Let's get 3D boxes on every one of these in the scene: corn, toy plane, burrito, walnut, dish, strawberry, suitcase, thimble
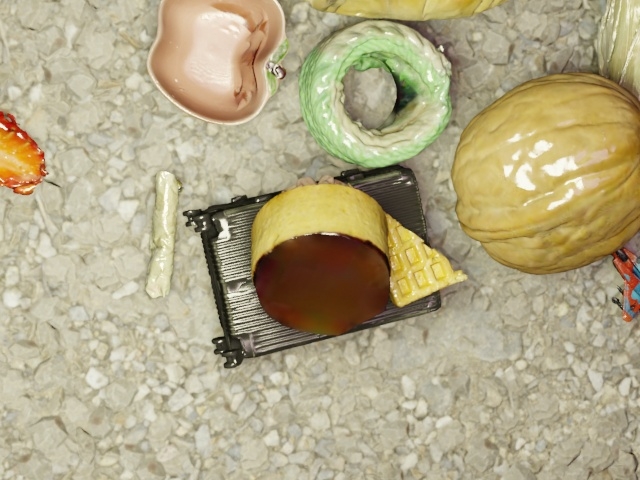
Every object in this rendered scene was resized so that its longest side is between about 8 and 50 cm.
[{"bbox_3d":[0.495,-0.285,2.004,0.123,0.122,0.305,1,96,32],"label":"corn"},{"bbox_3d":[0.488,0.047,2.062,0.189,0.061,0.130,44,85,-7],"label":"toy plane"},{"bbox_3d":[-0.230,-0.008,1.908,0.041,0.045,0.186,4,92,-48],"label":"burrito"},{"bbox_3d":[0.338,-0.094,1.910,0.313,0.277,0.252,-24,57,22],"label":"walnut"},{"bbox_3d":[-0.147,-0.269,1.886,0.213,0.090,0.213,-1,93,-10],"label":"dish"},{"bbox_3d":[-0.473,-0.132,1.838,0.188,0.082,0.121,28,108,-22],"label":"strawberry"},{"bbox_3d":[-0.009,0.031,1.905,0.335,0.152,0.230,-13,98,-11],"label":"suitcase"},{"bbox_3d":[0.080,-0.214,1.908,0.219,0.150,0.219,-1,95,-12],"label":"thimble"}]

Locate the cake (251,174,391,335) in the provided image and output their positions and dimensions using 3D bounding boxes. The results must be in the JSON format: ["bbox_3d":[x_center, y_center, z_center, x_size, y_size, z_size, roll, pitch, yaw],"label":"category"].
[{"bbox_3d":[0.000,0.000,1.761,0.185,0.178,0.208,-6,129,5],"label":"cake"}]

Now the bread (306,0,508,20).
[{"bbox_3d":[0.132,-0.441,1.864,0.388,0.183,0.236,-7,59,-22],"label":"bread"}]

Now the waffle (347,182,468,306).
[{"bbox_3d":[0.123,-0.013,1.847,0.125,0.032,0.191,-22,101,-13],"label":"waffle"}]
